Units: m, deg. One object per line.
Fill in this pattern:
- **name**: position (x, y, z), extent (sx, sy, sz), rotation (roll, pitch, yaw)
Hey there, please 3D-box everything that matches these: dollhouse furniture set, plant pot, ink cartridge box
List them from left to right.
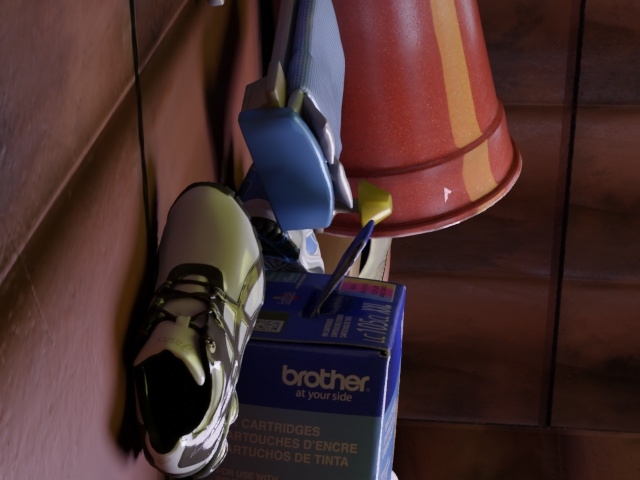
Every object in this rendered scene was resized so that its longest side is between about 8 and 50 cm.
- **ink cartridge box**: position (-0.015, 0.181, 1.139), extent (0.270, 0.151, 0.395), rotation (-59, 152, -79)
- **dollhouse furniture set**: position (0.044, -0.200, 1.156), extent (0.303, 0.198, 0.286), rotation (72, 19, -45)
- **plant pot**: position (0.064, -0.185, 1.427), extent (0.272, 0.272, 0.265), rotation (-79, 162, -57)

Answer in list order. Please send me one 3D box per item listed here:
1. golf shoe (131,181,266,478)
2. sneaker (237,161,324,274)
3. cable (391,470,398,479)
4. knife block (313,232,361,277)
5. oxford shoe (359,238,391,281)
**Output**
- **golf shoe**: position (-0.079, 0.053, 0.880), extent (0.094, 0.077, 0.198), rotation (65, 27, -77)
- **sneaker**: position (-0.034, -0.008, 1.287), extent (0.211, 0.080, 0.081), rotation (78, 17, -70)
- **cable**: position (0.008, 0.358, 1.465), extent (0.257, 0.089, 0.257), rotation (-51, 146, -46)
- **knife block**: position (0.000, 0.000, 1.574), extent (0.276, 0.088, 0.242), rotation (-27, 120, -83)
- **oxford shoe**: position (0.052, -0.077, 1.860), extent (0.146, 0.141, 0.397), rotation (60, 32, -74)
